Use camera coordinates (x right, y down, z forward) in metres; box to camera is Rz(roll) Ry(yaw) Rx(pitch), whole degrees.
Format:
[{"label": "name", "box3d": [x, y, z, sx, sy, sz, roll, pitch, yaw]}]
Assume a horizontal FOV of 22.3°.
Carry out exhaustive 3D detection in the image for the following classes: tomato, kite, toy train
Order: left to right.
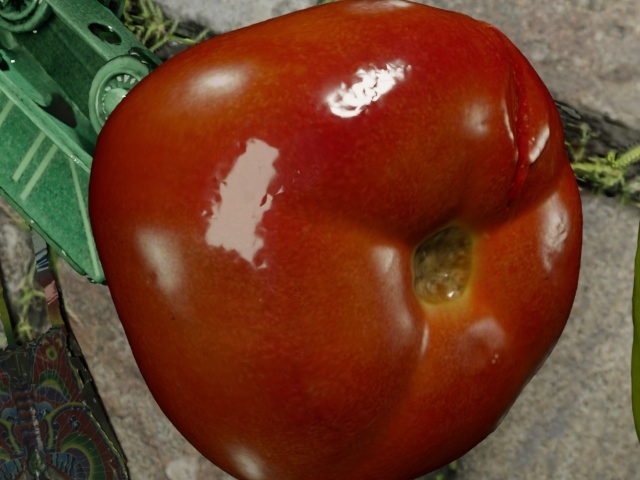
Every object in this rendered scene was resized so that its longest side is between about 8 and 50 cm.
[{"label": "kite", "box3d": [-0.225, 0.071, 1.186, 0.152, 0.015, 0.285, -12, 92, 25]}, {"label": "toy train", "box3d": [-0.160, -0.097, 1.087, 0.269, 0.115, 0.154, 43, 120, 17]}, {"label": "tomato", "box3d": [0.000, 0.000, 0.919, 0.226, 0.299, 0.298, 21, 104, 42]}]

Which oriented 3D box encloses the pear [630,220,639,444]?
[{"label": "pear", "box3d": [0.335, 0.041, 0.707, 0.391, 0.391, 0.391, 3, 96, 27]}]
